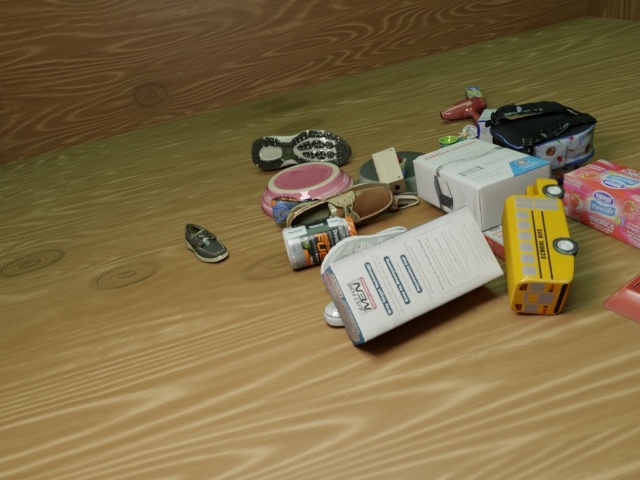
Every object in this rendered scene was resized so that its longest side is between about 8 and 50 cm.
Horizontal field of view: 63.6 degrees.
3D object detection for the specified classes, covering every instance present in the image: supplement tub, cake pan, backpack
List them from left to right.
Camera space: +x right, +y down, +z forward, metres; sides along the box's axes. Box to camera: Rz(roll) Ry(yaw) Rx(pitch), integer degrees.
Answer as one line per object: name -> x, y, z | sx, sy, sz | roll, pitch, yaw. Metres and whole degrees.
supplement tub -> 0.000, 0.000, 1.395 | 0.190, 0.117, 0.117 | -16, 29, -3
cake pan -> 0.261, -0.232, 1.762 | 0.293, 0.054, 0.293 | -10, 30, 6
backpack -> 0.667, -0.285, 1.531 | 0.263, 0.213, 0.277 | -20, 35, 5

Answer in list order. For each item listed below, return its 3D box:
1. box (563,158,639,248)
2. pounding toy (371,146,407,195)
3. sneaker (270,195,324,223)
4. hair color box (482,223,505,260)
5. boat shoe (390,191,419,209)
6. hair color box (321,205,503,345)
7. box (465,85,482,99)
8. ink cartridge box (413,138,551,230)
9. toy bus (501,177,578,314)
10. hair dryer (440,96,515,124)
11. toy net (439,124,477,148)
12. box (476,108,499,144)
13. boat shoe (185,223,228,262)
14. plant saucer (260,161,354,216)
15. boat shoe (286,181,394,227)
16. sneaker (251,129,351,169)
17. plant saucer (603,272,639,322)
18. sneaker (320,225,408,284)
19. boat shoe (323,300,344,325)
box -> 0.732, -0.093, 1.250 | 0.128, 0.123, 0.257 | -21, 30, -13
pounding toy -> 0.227, -0.213, 1.594 | 0.100, 0.141, 0.130 | -17, 69, 10
sneaker -> -0.046, -0.085, 1.610 | 0.221, 0.087, 0.083 | 6, 19, 0
hair color box -> 0.464, 0.013, 1.256 | 0.071, 0.043, 0.141 | -20, 31, -13
boat shoe -> 0.232, -0.115, 1.577 | 0.136, 0.049, 0.043 | -13, 31, -10
hair color box -> 0.195, 0.073, 1.108 | 0.347, 0.174, 0.105 | -22, -11, -17
box -> 0.686, -0.641, 2.307 | 0.059, 0.054, 0.169 | -6, 29, 12
ink cartridge box -> 0.434, -0.164, 1.418 | 0.223, 0.129, 0.307 | -21, 28, -14
toy bus -> 0.476, 0.001, 1.135 | 0.130, 0.108, 0.333 | 2, 45, 12
hair dryer -> 0.627, -0.519, 2.091 | 0.293, 0.080, 0.223 | 9, 36, 35
toy net -> 0.541, -0.388, 1.930 | 0.122, 0.045, 0.232 | 11, 37, 37
box -> 0.598, -0.379, 1.808 | 0.072, 0.126, 0.137 | 6, 35, 28
boat shoe -> -0.361, 0.003, 1.582 | 0.080, 0.074, 0.223 | -30, 33, -28
plant saucer -> -0.050, -0.185, 1.778 | 0.331, 0.084, 0.332 | -11, 29, 6
boat shoe -> 0.055, -0.078, 1.491 | 0.323, 0.123, 0.120 | -19, 9, 8
sneaker -> -0.064, -0.368, 2.067 | 0.410, 0.158, 0.182 | 4, 16, 20
plant saucer -> 0.737, 0.101, 0.986 | 0.259, 0.048, 0.258 | -26, 32, -24
sneaker -> 0.131, 0.041, 1.279 | 0.281, 0.105, 0.115 | -24, 30, -19
boat shoe -> 0.118, 0.109, 1.186 | 0.258, 0.084, 0.095 | -24, 31, -20
